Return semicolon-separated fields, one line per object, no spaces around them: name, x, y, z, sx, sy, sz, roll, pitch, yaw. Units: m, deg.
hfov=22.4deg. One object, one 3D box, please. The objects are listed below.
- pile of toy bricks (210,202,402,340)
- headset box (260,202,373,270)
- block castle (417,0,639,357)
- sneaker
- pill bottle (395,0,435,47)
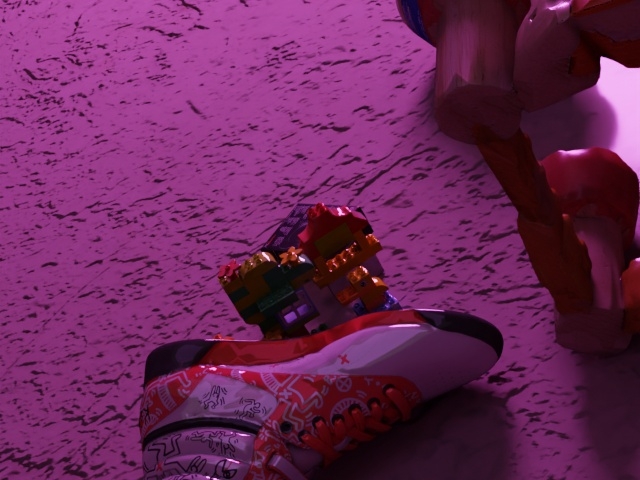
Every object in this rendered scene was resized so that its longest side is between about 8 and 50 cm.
pile of toy bricks;-0.042;0.052;1.278;0.212;0.105;0.118;-33;31;-4
headset box;0.000;0.000;1.388;0.083;0.032;0.062;4;46;43
block castle;0.309;-0.131;1.059;0.453;0.303;0.212;-18;40;21
sneaker;0.000;0.137;1.151;0.270;0.090;0.145;-7;56;12
pill bottle;0.153;-0.212;1.487;0.112;0.112;0.186;-34;31;-6
